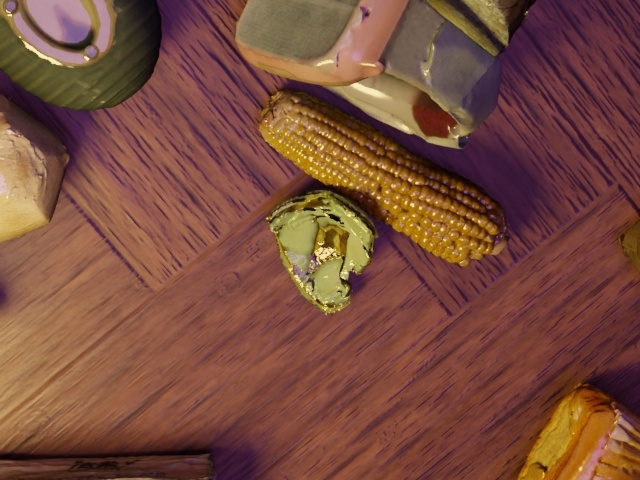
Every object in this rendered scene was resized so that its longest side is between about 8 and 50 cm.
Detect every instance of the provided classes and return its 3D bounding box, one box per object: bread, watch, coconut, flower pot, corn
[{"bbox_3d":[0.293,0.314,1.994,0.119,0.152,0.288,22,98,-17],"label":"bread"},{"bbox_3d":[0.066,-0.203,1.832,0.241,0.253,0.161,33,82,-46],"label":"watch"},{"bbox_3d":[-0.354,-0.077,1.836,0.162,0.161,0.161,-25,103,-5],"label":"coconut"},{"bbox_3d":[-0.276,-0.250,1.809,0.189,0.157,0.243,-40,101,3],"label":"flower pot"},{"bbox_3d":[0.076,-0.070,1.923,0.320,0.097,0.097,30,96,-9],"label":"corn"},{"bbox_3d":[0.004,-0.002,1.930,0.133,0.055,0.158,35,131,1],"label":"coconut"}]

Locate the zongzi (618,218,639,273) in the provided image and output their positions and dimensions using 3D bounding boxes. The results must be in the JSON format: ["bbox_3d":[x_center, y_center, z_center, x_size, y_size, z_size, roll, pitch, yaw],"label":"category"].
[{"bbox_3d":[0.433,0.054,1.955,0.078,0.160,0.176,-33,102,-4],"label":"zongzi"}]

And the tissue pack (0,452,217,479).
[{"bbox_3d":[-0.258,0.447,1.964,0.288,0.124,0.394,-2,102,-7],"label":"tissue pack"}]

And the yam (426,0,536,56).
[{"bbox_3d":[0.195,-0.385,1.807,0.241,0.241,0.348,35,92,-12],"label":"yam"}]
